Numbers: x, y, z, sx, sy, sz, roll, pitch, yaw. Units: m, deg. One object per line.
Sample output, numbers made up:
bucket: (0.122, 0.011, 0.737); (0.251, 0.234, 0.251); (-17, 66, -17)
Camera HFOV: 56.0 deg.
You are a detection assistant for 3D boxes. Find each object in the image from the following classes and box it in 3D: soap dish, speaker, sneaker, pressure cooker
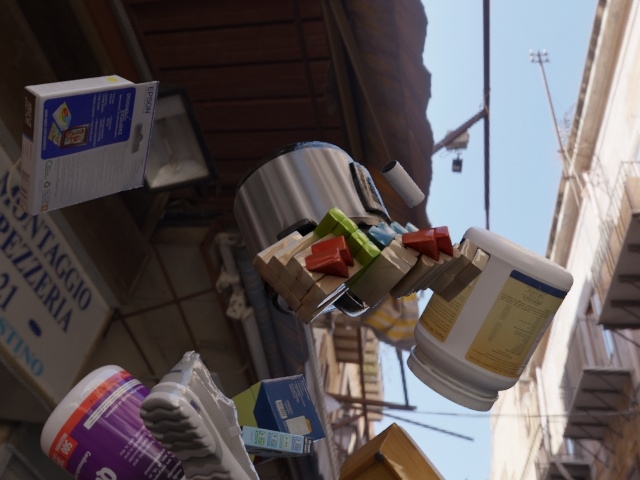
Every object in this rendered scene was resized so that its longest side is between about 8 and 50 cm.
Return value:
soap dish: (0.192, 0.614, 1.440); (0.290, 0.118, 0.229); (51, -53, 16)
speaker: (0.226, -0.155, 1.653); (0.055, 0.055, 0.136); (-28, -63, 33)
sneaker: (-0.133, 0.272, 0.820); (0.105, 0.115, 0.281); (-4, -56, 21)
pressure cooker: (-0.004, 0.004, 1.565); (0.370, 0.420, 0.375); (-4, -36, -30)

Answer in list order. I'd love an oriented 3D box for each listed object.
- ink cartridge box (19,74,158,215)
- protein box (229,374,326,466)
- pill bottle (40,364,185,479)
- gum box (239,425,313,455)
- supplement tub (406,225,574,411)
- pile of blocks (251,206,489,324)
ink cartridge box: (-0.536, -0.229, 1.400); (0.072, 0.307, 0.303); (34, -55, 20)
protein box: (-0.121, 0.509, 1.722); (0.136, 0.199, 0.201); (-33, -22, 24)
pill bottle: (-0.292, 0.369, 1.015); (0.323, 0.181, 0.181); (35, -45, 8)
gum box: (-0.136, 0.448, 1.330); (0.184, 0.041, 0.157); (22, -31, -33)
supplement tub: (0.328, 0.155, 1.203); (0.228, 0.228, 0.316); (24, -79, -13)
pile of blocks: (0.092, 0.006, 0.811); (0.362, 0.148, 0.112); (-3, -36, -37)
